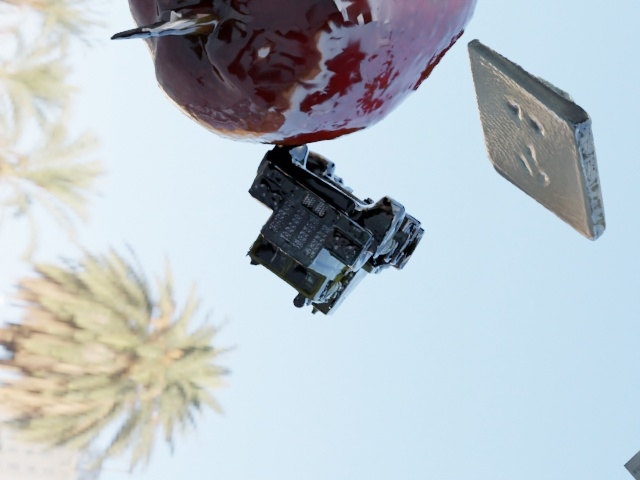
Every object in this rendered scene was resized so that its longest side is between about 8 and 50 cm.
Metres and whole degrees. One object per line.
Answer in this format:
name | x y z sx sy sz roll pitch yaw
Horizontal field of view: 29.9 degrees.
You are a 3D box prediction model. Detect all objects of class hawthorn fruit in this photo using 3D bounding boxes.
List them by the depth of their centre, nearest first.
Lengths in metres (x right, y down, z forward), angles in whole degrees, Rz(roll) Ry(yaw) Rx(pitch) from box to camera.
hawthorn fruit | -0.039 -0.185 0.843 0.254 0.300 0.254 22 -57 38

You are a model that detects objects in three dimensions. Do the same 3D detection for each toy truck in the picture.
toy truck | 0.002 -0.004 1.045 0.127 0.127 0.257 -54 171 -1

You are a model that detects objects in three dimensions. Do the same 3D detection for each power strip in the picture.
power strip | 0.256 -0.120 1.341 0.064 0.213 0.198 -37 -129 -12

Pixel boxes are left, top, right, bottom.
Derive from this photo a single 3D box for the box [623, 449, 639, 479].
box | 0.330 0.223 1.115 0.083 0.024 0.054 50 -62 22
